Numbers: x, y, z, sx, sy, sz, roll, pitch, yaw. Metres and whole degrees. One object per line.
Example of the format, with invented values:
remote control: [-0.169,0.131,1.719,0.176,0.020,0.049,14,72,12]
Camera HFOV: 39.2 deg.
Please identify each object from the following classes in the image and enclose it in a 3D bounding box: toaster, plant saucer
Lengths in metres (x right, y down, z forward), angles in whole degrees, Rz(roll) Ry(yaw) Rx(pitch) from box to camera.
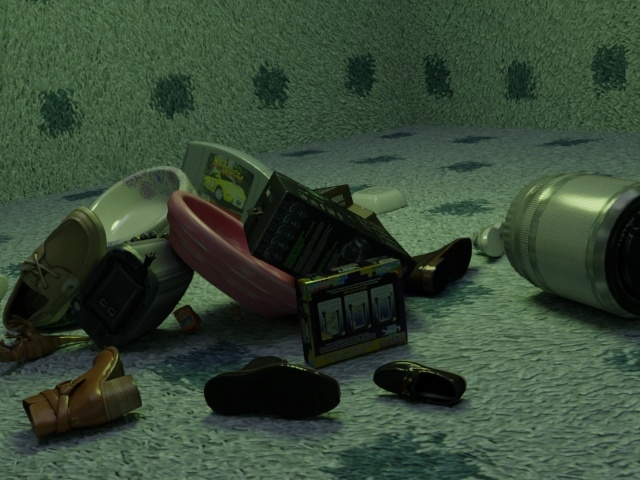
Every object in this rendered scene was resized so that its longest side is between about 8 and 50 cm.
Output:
toaster: [-0.323,0.083,1.592,0.129,0.227,0.146,43,24,13]
plant saucer: [-0.151,0.036,1.641,0.332,0.084,0.332,36,6,-4]

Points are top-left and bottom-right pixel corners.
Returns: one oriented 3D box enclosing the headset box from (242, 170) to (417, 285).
headset box: [0.000,0.000,1.626,0.283,0.131,0.246,28,7,-14]

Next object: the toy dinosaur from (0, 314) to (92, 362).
toy dinosaur: [-0.496,0.182,1.597,0.112,0.064,0.211,36,29,29]

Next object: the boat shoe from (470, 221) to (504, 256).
boat shoe: [0.357,-0.002,1.935,0.063,0.066,0.184,-16,11,23]

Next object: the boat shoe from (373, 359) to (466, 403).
boat shoe: [0.131,0.193,1.228,0.133,0.049,0.042,5,9,26]

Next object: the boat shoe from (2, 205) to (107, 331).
boat shoe: [-0.477,0.061,1.596,0.302,0.109,0.098,-48,-12,35]

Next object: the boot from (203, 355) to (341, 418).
boot: [-0.048,0.193,1.276,0.197,0.077,0.137,0,10,23]

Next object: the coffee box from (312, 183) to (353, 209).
coffee box: [-0.053,-0.066,2.246,0.246,0.098,0.141,-7,13,35]

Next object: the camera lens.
camera lens: [0.468,0.001,1.509,0.219,0.219,0.274,-12,15,-24]

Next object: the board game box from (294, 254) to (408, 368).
board game box: [0.050,0.110,1.416,0.170,0.141,0.048,-12,16,-24]

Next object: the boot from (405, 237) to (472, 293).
boot: [0.220,0.039,1.774,0.106,0.082,0.219,5,19,31]

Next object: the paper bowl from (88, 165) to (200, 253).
paper bowl: [-0.403,-0.031,2.088,0.284,0.148,0.284,-17,36,13]

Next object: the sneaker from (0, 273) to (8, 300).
sneaker: [-0.699,0.134,1.826,0.092,0.087,0.229,5,23,17]

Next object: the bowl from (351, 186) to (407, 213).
bowl: [0.156,-0.115,2.526,0.142,0.053,0.142,-18,19,-39]

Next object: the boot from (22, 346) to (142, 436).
boot: [-0.356,0.219,1.311,0.152,0.073,0.197,-16,13,-21]

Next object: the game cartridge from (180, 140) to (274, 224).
game cartridge: [-0.225,-0.125,2.214,0.294,0.196,0.060,26,17,22]

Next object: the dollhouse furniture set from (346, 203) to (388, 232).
dollhouse furniture set: [0.054,0.035,1.860,0.183,0.129,0.129,-39,18,-6]

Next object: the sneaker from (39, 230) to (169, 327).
sneaker: [-0.440,0.101,1.806,0.343,0.134,0.146,-17,-21,-14]

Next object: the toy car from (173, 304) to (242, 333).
toy car: [-0.201,0.136,1.624,0.122,0.060,0.040,-16,47,-11]
